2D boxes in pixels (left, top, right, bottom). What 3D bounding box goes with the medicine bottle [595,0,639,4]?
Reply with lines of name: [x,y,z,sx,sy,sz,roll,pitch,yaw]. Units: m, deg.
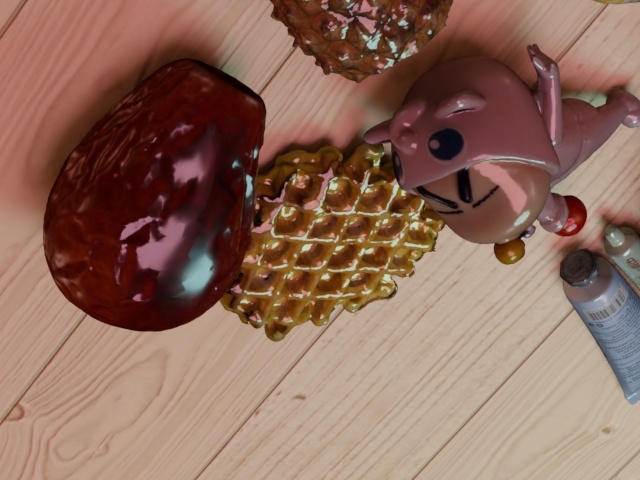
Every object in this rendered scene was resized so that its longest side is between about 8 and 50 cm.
medicine bottle: [0.255,-0.269,1.713,0.213,0.122,0.121,-7,133,-13]

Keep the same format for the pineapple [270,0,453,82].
pineapple: [-0.006,-0.267,1.610,0.158,0.157,0.278,-31,130,10]

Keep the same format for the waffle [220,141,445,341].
waffle: [0.000,0.000,1.925,0.238,0.058,0.243,-30,136,5]

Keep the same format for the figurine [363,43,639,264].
figurine: [0.191,-0.077,1.840,0.176,0.186,0.287,-25,158,39]

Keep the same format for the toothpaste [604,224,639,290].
toothpaste: [0.366,0.042,2.100,0.060,0.038,0.233,-34,136,17]

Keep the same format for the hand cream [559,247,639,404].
hand cream: [0.332,0.096,2.127,0.091,0.058,0.271,-36,137,7]

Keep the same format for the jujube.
jujube: [-0.144,-0.042,1.760,0.190,0.190,0.255,20,105,-33]
